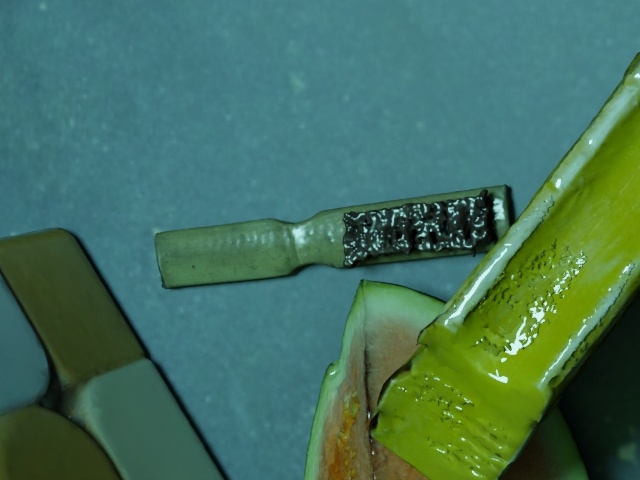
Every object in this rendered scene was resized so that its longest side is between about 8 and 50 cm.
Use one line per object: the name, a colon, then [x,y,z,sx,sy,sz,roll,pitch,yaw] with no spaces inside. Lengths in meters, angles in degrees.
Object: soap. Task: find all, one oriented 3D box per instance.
soap: [0.127,0.022,0.844,0.080,0.160,0.257,37,93,11]

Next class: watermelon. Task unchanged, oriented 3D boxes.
watermelon: [0.055,0.138,0.967,0.193,0.137,0.145,45,144,13]

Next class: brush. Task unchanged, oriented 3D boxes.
brush: [0.000,0.000,1.000,0.248,0.036,0.043,-6,90,24]

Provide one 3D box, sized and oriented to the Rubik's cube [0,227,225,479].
Rubik's cube: [-0.273,0.233,0.982,0.346,0.344,0.347,-35,81,22]
